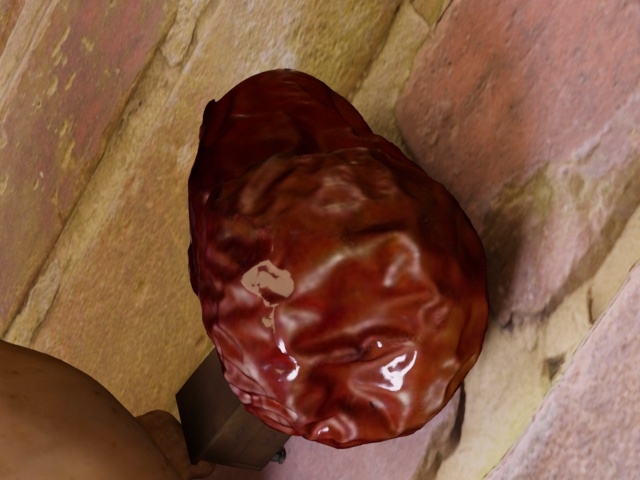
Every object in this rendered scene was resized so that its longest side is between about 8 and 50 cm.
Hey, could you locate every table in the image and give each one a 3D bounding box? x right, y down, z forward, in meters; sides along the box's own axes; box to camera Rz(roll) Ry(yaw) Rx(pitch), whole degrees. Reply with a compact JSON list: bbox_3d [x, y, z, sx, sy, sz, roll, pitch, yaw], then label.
[{"bbox_3d":[-0.053,0.130,1.466,0.083,0.082,0.070,-51,39,32],"label":"table"}]

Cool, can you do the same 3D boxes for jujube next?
[{"bbox_3d":[0.000,0.000,1.341,0.216,0.216,0.342,-62,27,20],"label":"jujube"}]

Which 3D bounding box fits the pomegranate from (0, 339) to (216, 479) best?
[{"bbox_3d":[-0.251,0.260,1.462,0.411,0.411,0.412,-28,55,49],"label":"pomegranate"}]
